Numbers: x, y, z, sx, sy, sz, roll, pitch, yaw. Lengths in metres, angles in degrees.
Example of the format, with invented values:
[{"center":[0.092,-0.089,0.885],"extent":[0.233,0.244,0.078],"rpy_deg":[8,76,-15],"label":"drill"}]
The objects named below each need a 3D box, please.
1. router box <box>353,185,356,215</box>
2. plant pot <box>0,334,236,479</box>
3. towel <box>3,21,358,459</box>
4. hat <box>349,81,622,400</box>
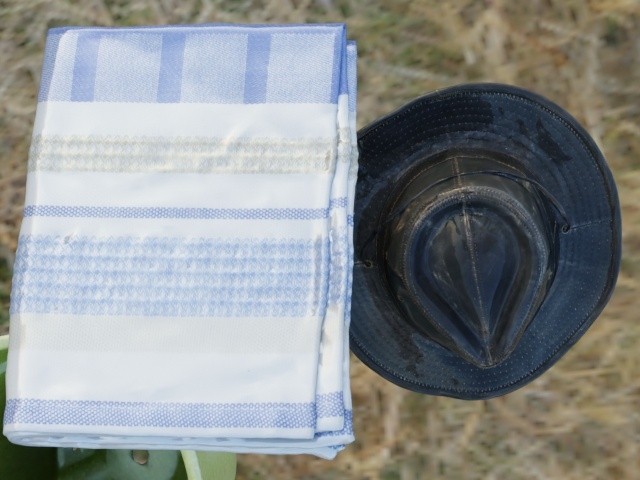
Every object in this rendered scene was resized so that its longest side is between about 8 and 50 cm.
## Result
[{"center":[0.000,0.000,1.827],"extent":[0.038,0.122,0.092],"rpy_deg":[14,29,-6],"label":"router box"},{"center":[-0.191,0.204,1.712],"extent":[0.254,0.276,0.276],"rpy_deg":[-11,88,-74],"label":"plant pot"},{"center":[-0.080,-0.005,1.211],"extent":[0.209,0.034,0.285],"rpy_deg":[0,66,4],"label":"towel"},{"center":[0.148,0.026,1.870],"extent":[0.331,0.134,0.331],"rpy_deg":[-2,114,-4],"label":"hat"}]
